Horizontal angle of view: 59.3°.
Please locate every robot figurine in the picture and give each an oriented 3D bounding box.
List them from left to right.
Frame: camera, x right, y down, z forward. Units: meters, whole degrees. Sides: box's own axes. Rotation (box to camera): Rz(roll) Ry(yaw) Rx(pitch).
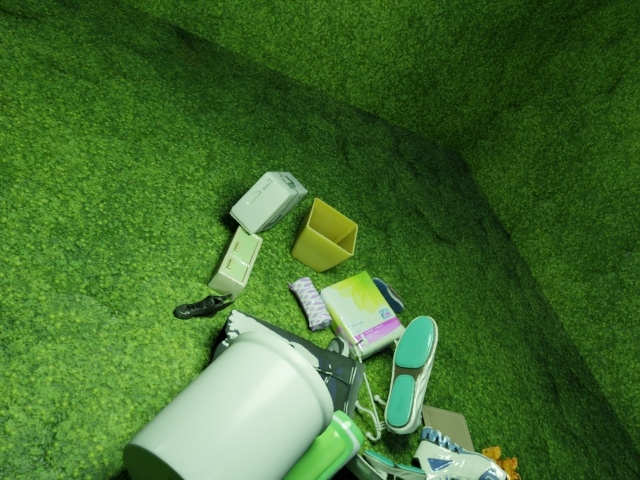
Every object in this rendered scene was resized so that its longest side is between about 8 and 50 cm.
[{"bbox_3d":[0.647,0.885,1.967,0.211,0.085,0.290,36,35,-25],"label":"robot figurine"}]

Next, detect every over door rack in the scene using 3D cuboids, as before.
[{"bbox_3d":[0.219,0.492,1.921,0.240,0.108,0.323,2,75,-44],"label":"over door rack"}]

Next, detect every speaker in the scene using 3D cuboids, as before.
[{"bbox_3d":[-0.027,0.586,1.474,0.297,0.131,0.131,-37,79,-21],"label":"speaker"}]

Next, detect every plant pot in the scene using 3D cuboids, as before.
[{"bbox_3d":[0.000,0.000,2.223,0.212,0.187,0.212,33,34,-14],"label":"plant pot"}]

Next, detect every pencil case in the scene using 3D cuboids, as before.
[{"bbox_3d":[-0.036,0.232,2.026,0.088,0.086,0.206,-18,60,-21],"label":"pencil case"}]

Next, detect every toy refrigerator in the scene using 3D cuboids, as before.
[{"bbox_3d":[-0.287,0.069,1.937,0.102,0.094,0.269,34,35,-14],"label":"toy refrigerator"}]

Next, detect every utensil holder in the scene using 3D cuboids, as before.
[{"bbox_3d":[-0.210,0.457,1.320,0.327,0.327,0.385,45,48,4],"label":"utensil holder"}]

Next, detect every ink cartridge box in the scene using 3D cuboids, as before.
[{"bbox_3d":[-0.187,-0.144,2.099,0.121,0.211,0.289,45,14,3],"label":"ink cartridge box"}]

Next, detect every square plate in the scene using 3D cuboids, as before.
[{"bbox_3d":[0.197,0.711,1.559,0.344,0.347,0.049,43,75,-5],"label":"square plate"}]

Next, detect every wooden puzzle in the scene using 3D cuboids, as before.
[{"bbox_3d":[0.461,0.713,2.029,0.221,0.044,0.238,22,34,-28],"label":"wooden puzzle"}]

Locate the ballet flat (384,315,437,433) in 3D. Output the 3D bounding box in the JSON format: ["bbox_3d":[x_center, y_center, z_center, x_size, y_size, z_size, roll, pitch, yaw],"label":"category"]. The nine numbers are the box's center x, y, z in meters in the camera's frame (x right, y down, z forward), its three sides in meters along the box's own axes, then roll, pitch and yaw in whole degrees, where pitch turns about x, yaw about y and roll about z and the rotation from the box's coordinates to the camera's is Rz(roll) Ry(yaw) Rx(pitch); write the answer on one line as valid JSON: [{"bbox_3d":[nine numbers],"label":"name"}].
[{"bbox_3d":[0.309,0.450,1.872,0.139,0.139,0.400,30,61,-19],"label":"ballet flat"}]

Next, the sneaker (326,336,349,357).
[{"bbox_3d":[0.001,0.394,1.854,0.153,0.101,0.268,37,36,-13],"label":"sneaker"}]

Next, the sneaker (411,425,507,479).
[{"bbox_3d":[0.424,0.753,1.804,0.316,0.127,0.182,20,59,37],"label":"sneaker"}]

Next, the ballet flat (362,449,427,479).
[{"bbox_3d":[0.224,0.717,1.744,0.213,0.068,0.072,20,-5,0],"label":"ballet flat"}]

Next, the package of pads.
[{"bbox_3d":[0.143,0.280,2.079,0.229,0.101,0.296,-20,64,-30],"label":"package of pads"}]

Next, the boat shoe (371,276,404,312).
[{"bbox_3d":[0.282,0.223,2.380,0.183,0.066,0.066,50,28,-6],"label":"boat shoe"}]

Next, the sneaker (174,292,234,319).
[{"bbox_3d":[-0.355,0.198,1.725,0.170,0.089,0.051,6,48,-43],"label":"sneaker"}]

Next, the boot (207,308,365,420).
[{"bbox_3d":[-0.121,0.436,1.633,0.446,0.146,0.366,26,55,-14],"label":"boot"}]
